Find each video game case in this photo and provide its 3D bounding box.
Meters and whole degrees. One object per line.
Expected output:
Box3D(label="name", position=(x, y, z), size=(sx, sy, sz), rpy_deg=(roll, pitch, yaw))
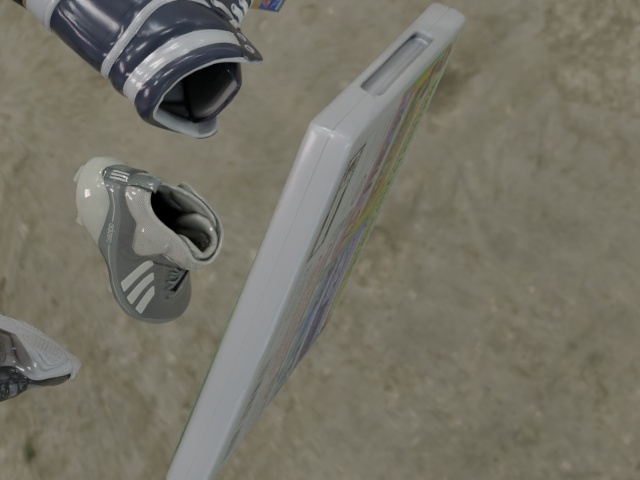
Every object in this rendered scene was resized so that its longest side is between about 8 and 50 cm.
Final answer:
Box3D(label="video game case", position=(0.000, 0.000, 0.672), size=(0.023, 0.193, 0.212), rpy_deg=(28, 121, 8))

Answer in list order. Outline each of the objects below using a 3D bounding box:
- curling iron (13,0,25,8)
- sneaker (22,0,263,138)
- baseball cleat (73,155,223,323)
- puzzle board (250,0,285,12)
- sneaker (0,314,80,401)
Box3D(label="curling iron", position=(-0.466, -0.358, 1.737), size=(0.274, 0.035, 0.068), rpy_deg=(26, 125, -23))
Box3D(label="sneaker", position=(-0.077, -0.177, 1.026), size=(0.153, 0.099, 0.282), rpy_deg=(47, 44, 10))
Box3D(label="baseball cleat", position=(-0.118, 0.015, 1.019), size=(0.109, 0.206, 0.072), rpy_deg=(16, 67, 23))
Box3D(label="puzzle board", position=(-0.069, -0.336, 1.659), size=(0.096, 0.128, 0.011), rpy_deg=(3, 53, -30))
Box3D(label="sneaker", position=(-0.385, 0.163, 1.469), size=(0.101, 0.268, 0.153), rpy_deg=(32, 97, 28))
